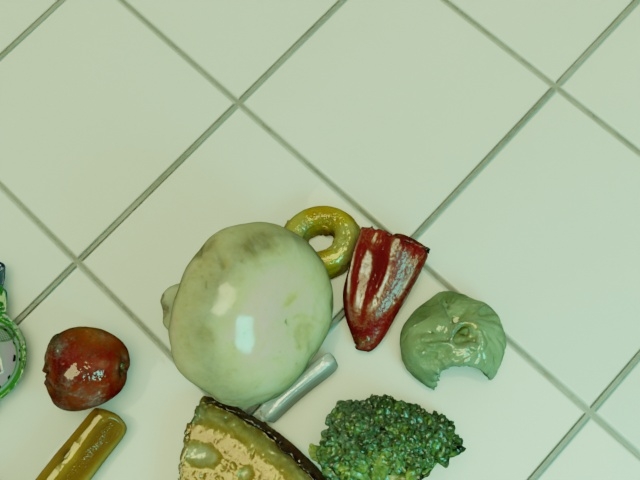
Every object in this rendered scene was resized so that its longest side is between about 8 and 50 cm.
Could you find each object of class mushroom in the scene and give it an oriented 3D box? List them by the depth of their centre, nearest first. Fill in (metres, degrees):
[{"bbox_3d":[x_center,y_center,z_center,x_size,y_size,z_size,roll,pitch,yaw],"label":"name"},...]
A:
[{"bbox_3d":[-0.134,0.148,1.653,0.325,0.353,0.353,12,75,-16],"label":"mushroom"}]

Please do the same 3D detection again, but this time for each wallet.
[{"bbox_3d":[-0.043,0.296,1.703,0.190,0.095,0.033,-38,69,-7],"label":"wallet"}]

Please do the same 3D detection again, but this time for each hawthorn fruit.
[{"bbox_3d":[-0.469,0.258,1.710,0.173,0.173,0.173,-1,75,4],"label":"hawthorn fruit"}]

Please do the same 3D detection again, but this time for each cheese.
[{"bbox_3d":[-0.712,0.201,1.777,0.204,0.083,0.320,-4,77,3],"label":"cheese"}]

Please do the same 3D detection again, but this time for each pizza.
[{"bbox_3d":[-0.106,0.547,1.653,0.392,0.080,0.435,9,77,6],"label":"pizza"}]

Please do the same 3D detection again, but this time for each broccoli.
[{"bbox_3d":[0.121,0.419,1.634,0.288,0.248,0.245,19,114,-2],"label":"broccoli"}]

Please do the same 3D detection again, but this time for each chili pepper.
[{"bbox_3d":[0.108,0.100,1.742,0.144,0.136,0.252,26,86,-26],"label":"chili pepper"}]

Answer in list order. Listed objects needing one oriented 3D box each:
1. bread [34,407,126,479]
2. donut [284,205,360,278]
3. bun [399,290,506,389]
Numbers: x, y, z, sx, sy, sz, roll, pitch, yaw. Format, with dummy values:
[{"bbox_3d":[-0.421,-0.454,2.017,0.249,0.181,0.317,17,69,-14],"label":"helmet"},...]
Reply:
[{"bbox_3d":[-0.486,0.441,1.703,0.092,0.074,0.239,41,79,-21],"label":"bread"},{"bbox_3d":[0.000,0.000,1.792,0.178,0.065,0.162,-28,75,-3],"label":"donut"},{"bbox_3d":[0.266,0.202,1.693,0.212,0.126,0.204,-38,74,-5],"label":"bun"}]
